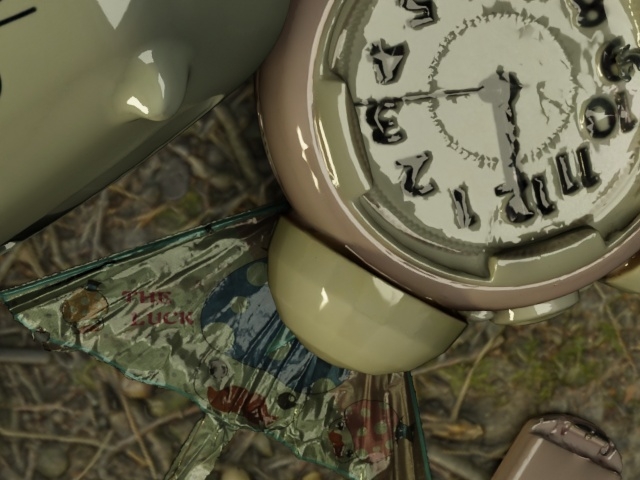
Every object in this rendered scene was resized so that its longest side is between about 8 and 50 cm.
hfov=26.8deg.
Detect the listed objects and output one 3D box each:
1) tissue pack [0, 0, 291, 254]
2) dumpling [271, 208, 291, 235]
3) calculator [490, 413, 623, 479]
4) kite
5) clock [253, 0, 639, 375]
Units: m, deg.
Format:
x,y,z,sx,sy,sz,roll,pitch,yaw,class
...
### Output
x,y,z,sx,sy,sz,roll,pitch,yaw,class
-0.181,-0.120,0.751,0.333,0.229,0.236,-32,83,26,tissue pack
0.000,0.000,0.985,0.077,0.043,0.059,34,77,-14,dumpling
0.178,0.224,1.113,0.100,0.032,0.175,28,99,-19,calculator
-0.052,0.106,1.032,0.406,0.014,0.368,28,98,-20,kite
0.108,-0.094,0.894,0.342,0.184,0.325,-16,97,-1,clock
